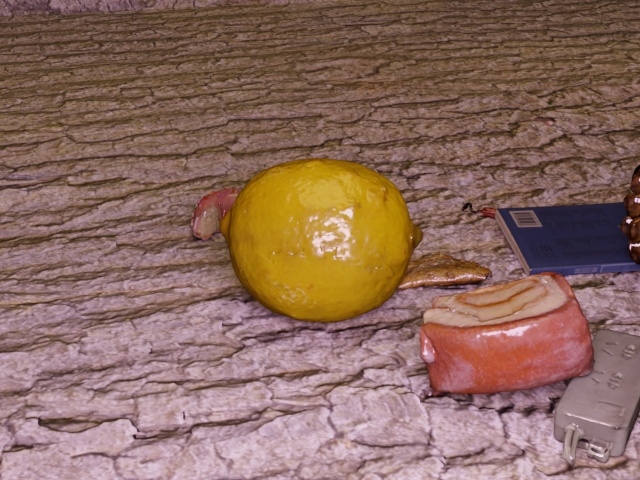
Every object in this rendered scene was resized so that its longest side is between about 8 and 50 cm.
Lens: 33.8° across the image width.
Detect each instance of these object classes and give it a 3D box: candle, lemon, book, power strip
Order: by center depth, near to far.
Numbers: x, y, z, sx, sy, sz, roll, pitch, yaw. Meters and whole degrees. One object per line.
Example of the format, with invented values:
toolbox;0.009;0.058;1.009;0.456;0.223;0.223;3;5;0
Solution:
power strip;0.375;0.208;1.388;0.093;0.053;0.288;13;28;23
lemon;-0.003;0.000;1.572;0.284;0.260;0.260;5;25;-19
book;0.458;-0.004;1.821;0.269;0.025;0.191;-3;35;-9
candle;0.340;-0.047;1.924;0.168;0.021;0.026;11;28;17

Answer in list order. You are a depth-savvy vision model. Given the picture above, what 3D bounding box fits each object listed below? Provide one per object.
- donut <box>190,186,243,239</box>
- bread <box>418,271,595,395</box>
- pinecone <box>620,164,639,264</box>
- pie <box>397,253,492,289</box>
donut;-0.156;-0.055;1.874;0.166;0.065;0.117;-7;29;-19
bread;0.244;0.129;1.411;0.244;0.123;0.190;-16;20;-3
pinecone;0.593;-0.023;1.664;0.244;0.243;0.257;-7;8;-15
pie;0.193;0.051;1.714;0.170;0.034;0.092;-3;28;5
